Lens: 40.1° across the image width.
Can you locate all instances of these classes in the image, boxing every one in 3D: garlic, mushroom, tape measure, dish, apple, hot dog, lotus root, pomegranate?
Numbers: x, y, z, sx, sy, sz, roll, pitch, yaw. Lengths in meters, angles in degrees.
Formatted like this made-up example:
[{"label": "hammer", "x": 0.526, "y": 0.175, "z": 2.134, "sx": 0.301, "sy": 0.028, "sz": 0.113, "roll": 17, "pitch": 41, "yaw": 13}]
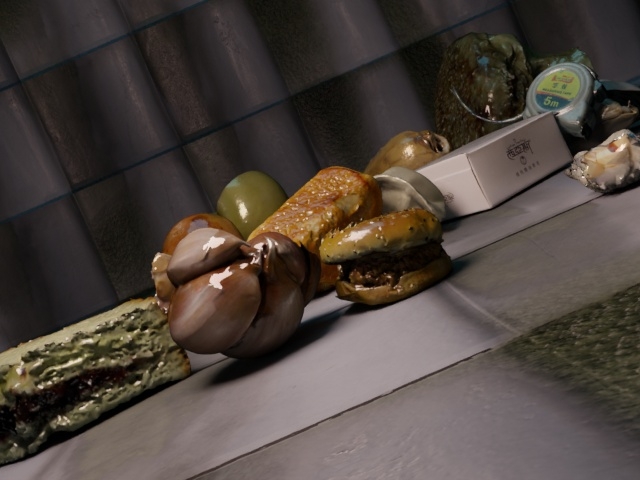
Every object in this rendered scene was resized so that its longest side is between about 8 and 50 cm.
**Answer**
[{"label": "garlic", "x": -0.092, "y": 0.073, "z": 1.106, "sx": 0.214, "sy": 0.160, "sz": 0.191, "roll": 19, "pitch": -21, "yaw": -40}, {"label": "mushroom", "x": 0.517, "y": -0.217, "z": 1.810, "sx": 0.278, "sy": 0.096, "sz": 0.099, "roll": -25, "pitch": 1, "yaw": 30}, {"label": "tape measure", "x": 0.429, "y": -0.299, "z": 1.811, "sx": 0.330, "sy": 0.084, "sz": 0.164, "roll": 22, "pitch": 75, "yaw": 43}, {"label": "dish", "x": 0.600, "y": -0.293, "z": 1.878, "sx": 0.191, "sy": 0.066, "sz": 0.190, "roll": -7, "pitch": -26, "yaw": -3}, {"label": "apple", "x": -0.198, "y": -0.024, "z": 2.336, "sx": 0.295, "sy": 0.233, "sz": 0.258, "roll": -33, "pitch": -15, "yaw": 29}, {"label": "hot dog", "x": 0.000, "y": 0.000, "z": 1.460, "sx": 0.150, "sy": 0.153, "sz": 0.257, "roll": 17, "pitch": 48, "yaw": 37}, {"label": "lotus root", "x": 0.172, "y": -0.115, "z": 1.925, "sx": 0.169, "sy": 0.151, "sz": 0.342, "roll": -8, "pitch": -28, "yaw": -30}, {"label": "pomegranate", "x": -0.281, "y": 0.043, "z": 2.058, "sx": 0.215, "sy": 0.215, "sz": 0.215, "roll": -23, "pitch": 4, "yaw": 2}]

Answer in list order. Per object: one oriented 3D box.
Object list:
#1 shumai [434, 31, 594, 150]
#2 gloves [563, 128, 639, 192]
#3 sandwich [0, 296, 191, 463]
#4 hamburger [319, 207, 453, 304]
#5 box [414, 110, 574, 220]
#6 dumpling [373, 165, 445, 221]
[{"label": "shumai", "x": 0.468, "y": -0.316, "z": 2.112, "sx": 0.348, "sy": 0.395, "sz": 0.395, "roll": -1, "pitch": -2, "yaw": -16}, {"label": "gloves", "x": 0.399, "y": -0.104, "z": 1.215, "sx": 0.114, "sy": 0.070, "sz": 0.153, "roll": -29, "pitch": 2, "yaw": 15}, {"label": "sandwich", "x": -0.363, "y": 0.193, "z": 1.229, "sx": 0.325, "sy": 0.131, "sz": 0.262, "roll": -23, "pitch": 5, "yaw": -25}, {"label": "hamburger", "x": 0.084, "y": 0.014, "z": 1.152, "sx": 0.177, "sy": 0.113, "sz": 0.185, "roll": -21, "pitch": 5, "yaw": 40}, {"label": "box", "x": 0.319, "y": -0.136, "z": 1.702, "sx": 0.274, "sy": 0.116, "sz": 0.203, "roll": -27, "pitch": 5, "yaw": -36}, {"label": "dumpling", "x": 0.136, "y": -0.064, "z": 1.583, "sx": 0.132, "sy": 0.162, "sz": 0.250, "roll": -64, "pitch": 12, "yaw": -12}]
